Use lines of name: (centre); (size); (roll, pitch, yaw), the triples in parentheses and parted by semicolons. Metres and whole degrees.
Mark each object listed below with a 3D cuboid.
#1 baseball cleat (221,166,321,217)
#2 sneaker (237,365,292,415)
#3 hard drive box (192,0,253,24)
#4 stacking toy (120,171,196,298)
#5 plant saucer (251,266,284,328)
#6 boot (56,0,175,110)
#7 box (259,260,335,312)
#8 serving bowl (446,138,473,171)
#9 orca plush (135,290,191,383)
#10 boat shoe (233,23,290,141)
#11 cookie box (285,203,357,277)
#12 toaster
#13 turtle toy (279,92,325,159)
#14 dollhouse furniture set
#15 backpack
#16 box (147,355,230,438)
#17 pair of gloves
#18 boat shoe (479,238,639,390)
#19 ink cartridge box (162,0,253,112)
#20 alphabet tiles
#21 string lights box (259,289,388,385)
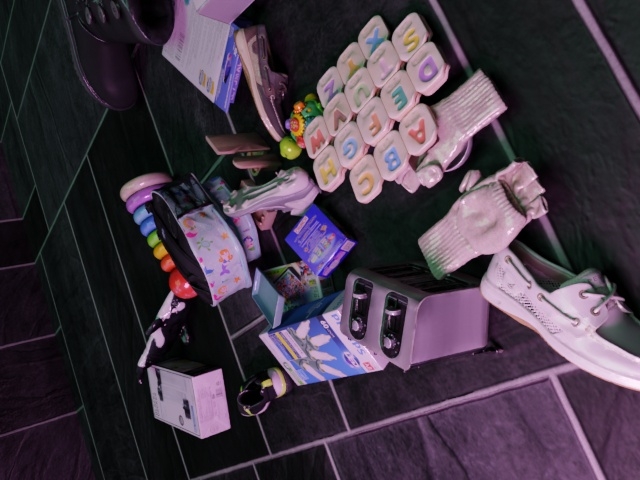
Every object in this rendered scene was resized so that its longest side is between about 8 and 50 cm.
baseball cleat: (-0.092, -0.071, 1.172); (0.206, 0.109, 0.072); (-17, 47, 36)
sneaker: (-0.154, 0.341, 1.373); (0.234, 0.097, 0.084); (-47, 62, 46)
hard drive box: (-0.155, -0.551, 1.124); (0.232, 0.089, 0.181); (-29, 74, 35)
stacking toy: (-0.395, -0.004, 1.570); (0.141, 0.141, 0.330); (-33, 77, 49)
plant saucer: (-0.104, 0.109, 1.203); (0.192, 0.018, 0.067); (-142, 61, -68)
boot: (-0.468, -0.491, 1.475); (0.445, 0.146, 0.367); (12, 130, 47)
box: (-0.050, 0.101, 1.236); (0.207, 0.036, 0.114); (-17, 86, 51)
serving bowl: (0.189, -0.140, 0.887); (0.083, 0.027, 0.083); (-3, 86, 48)
orca plush: (-0.406, 0.265, 1.646); (0.102, 0.151, 0.287); (29, 90, 5)
boat shoe: (-0.098, -0.304, 1.167); (0.073, 0.080, 0.223); (-19, 98, 10)
cookie box: (0.000, 0.000, 1.121); (0.092, 0.040, 0.107); (-51, 57, 13)
toaster: (0.146, 0.105, 0.898); (0.168, 0.186, 0.110); (22, 113, 55)
turtle toy: (-0.030, -0.201, 1.115); (0.095, 0.066, 0.130); (57, 137, 25)
dollhouse furniture set: (-0.166, -0.117, 1.258); (0.144, 0.123, 0.151); (51, 134, 31)
backpack: (-0.235, 0.003, 1.299); (0.253, 0.191, 0.225); (54, 159, 37)
box: (-0.366, 0.420, 1.661); (0.290, 0.087, 0.169); (-2, 97, 51)
pair of gloves: (0.186, -0.087, 0.834); (0.204, 0.042, 0.240); (-35, 64, 42)
boat shoe: (0.313, 0.079, 0.735); (0.277, 0.098, 0.096); (34, 124, 43)
ink cartridge box: (-0.242, -0.428, 1.327); (0.311, 0.065, 0.185); (47, 131, 36)
alphabet tiles: (0.074, -0.208, 0.944); (0.284, 0.021, 0.278); (-42, 50, 34)
string lights box: (0.012, 0.178, 1.113); (0.133, 0.077, 0.260); (53, 142, -8)
